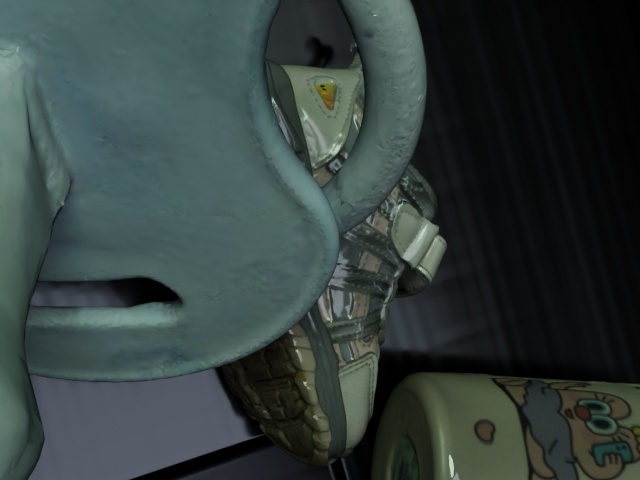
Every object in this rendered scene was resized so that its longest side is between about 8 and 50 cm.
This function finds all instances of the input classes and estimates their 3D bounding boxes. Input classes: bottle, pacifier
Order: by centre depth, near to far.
[{"bbox_3d":[-0.093,-0.008,0.428,0.239,0.287,0.225,4,51,9],"label":"pacifier"},{"bbox_3d":[0.133,0.106,0.623,0.209,0.097,0.110,5,47,-16],"label":"bottle"}]

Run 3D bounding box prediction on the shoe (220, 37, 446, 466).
[{"bbox_3d":[0.000,0.000,0.593,0.092,0.089,0.180,-16,99,-27],"label":"shoe"}]
